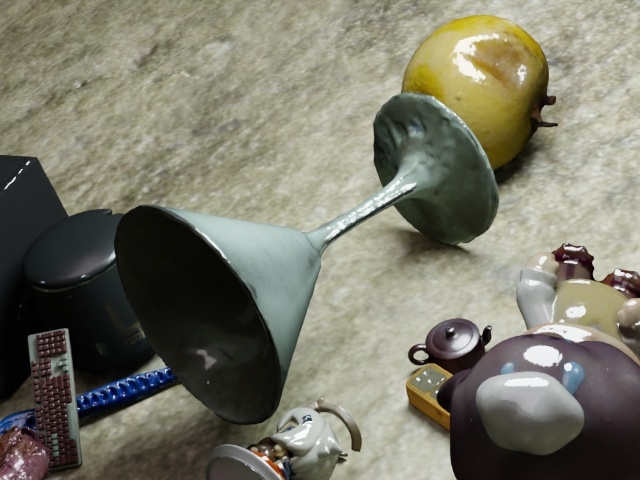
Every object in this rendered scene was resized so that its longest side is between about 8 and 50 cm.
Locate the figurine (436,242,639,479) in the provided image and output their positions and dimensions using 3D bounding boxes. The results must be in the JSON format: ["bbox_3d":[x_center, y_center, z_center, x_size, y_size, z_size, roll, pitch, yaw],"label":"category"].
[{"bbox_3d":[0.260,0.124,1.205,0.206,0.218,0.365,-49,7,48],"label":"figurine"}]

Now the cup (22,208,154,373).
[{"bbox_3d":[-0.257,0.049,1.568,0.223,0.176,0.169,-30,34,-11],"label":"cup"}]

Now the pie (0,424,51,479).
[{"bbox_3d":[-0.383,0.281,1.365,0.204,0.054,0.218,-44,15,-29],"label":"pie"}]

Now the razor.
[{"bbox_3d":[-0.242,0.184,1.498,0.324,0.056,0.093,-23,72,5],"label":"razor"}]

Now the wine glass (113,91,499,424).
[{"bbox_3d":[0.000,0.000,1.423,0.267,0.267,0.406,20,40,42],"label":"wine glass"}]

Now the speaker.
[{"bbox_3d":[-0.453,0.046,1.617,0.184,0.232,0.254,5,43,32],"label":"speaker"}]

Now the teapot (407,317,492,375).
[{"bbox_3d":[0.146,0.116,1.397,0.100,0.045,0.068,-16,35,5],"label":"teapot"}]

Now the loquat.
[{"bbox_3d":[0.209,-0.193,1.635,0.213,0.213,0.213,-13,37,10],"label":"loquat"}]

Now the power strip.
[{"bbox_3d":[0.158,0.184,1.321,0.049,0.028,0.178,-36,40,-21],"label":"power strip"}]

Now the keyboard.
[{"bbox_3d":[-0.319,0.189,1.474,0.055,0.017,0.166,-13,73,11],"label":"keyboard"}]

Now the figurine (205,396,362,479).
[{"bbox_3d":[-0.025,0.232,1.291,0.132,0.132,0.153,15,37,38],"label":"figurine"}]
